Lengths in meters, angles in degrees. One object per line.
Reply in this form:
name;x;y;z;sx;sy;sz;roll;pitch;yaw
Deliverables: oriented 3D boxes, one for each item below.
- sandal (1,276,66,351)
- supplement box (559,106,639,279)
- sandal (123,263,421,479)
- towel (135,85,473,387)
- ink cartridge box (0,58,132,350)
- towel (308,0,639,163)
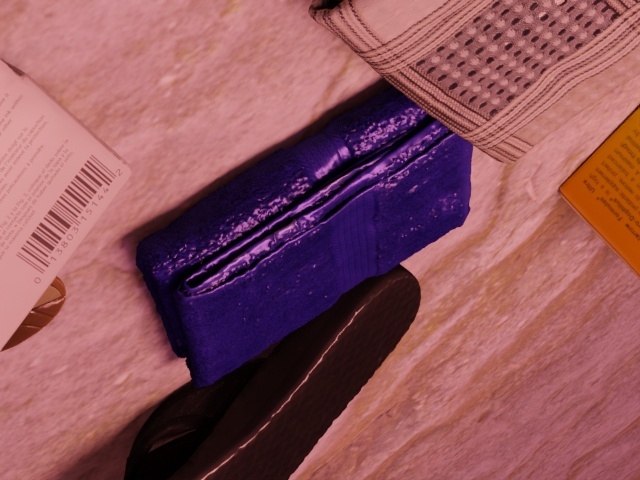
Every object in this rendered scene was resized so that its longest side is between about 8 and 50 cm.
sandal;-0.276;0.062;1.030;0.180;0.049;0.072;-28;146;11
supplement box;0.470;-0.095;1.480;0.356;0.195;0.194;-47;149;15
sandal;-0.081;0.179;1.365;0.446;0.107;0.167;-46;151;-14
towel;0.000;0.000;1.213;0.308;0.076;0.227;-32;149;-12
ink cartridge box;-0.280;0.007;0.845;0.296;0.066;0.261;-54;147;-8
towel;0.200;-0.190;1.025;0.324;0.056;0.312;-34;146;19
